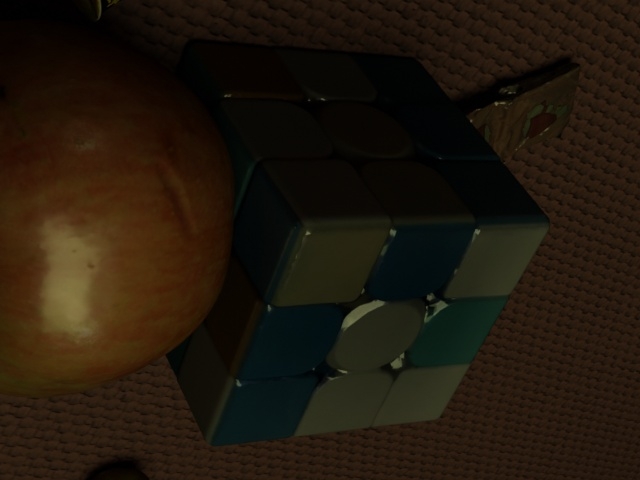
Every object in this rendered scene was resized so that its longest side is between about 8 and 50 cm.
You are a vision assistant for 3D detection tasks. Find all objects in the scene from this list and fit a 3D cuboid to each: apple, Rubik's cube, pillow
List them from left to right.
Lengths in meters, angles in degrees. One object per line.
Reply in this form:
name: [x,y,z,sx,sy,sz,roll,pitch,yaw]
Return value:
apple: [-0.269,-0.029,1.316,0.347,0.391,0.391,-11,140,-45]
apple: [-0.306,0.406,1.971,0.102,0.099,0.114,-16,136,-22]
Rubik's cube: [0.000,0.000,1.536,0.347,0.344,0.346,-3,132,-32]
pillow: [0.247,-0.158,1.760,0.248,0.049,0.135,-24,142,-15]

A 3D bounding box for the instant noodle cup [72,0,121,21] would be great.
instant noodle cup: [-0.201,-0.304,1.245,0.122,0.151,0.151,-26,142,-16]
